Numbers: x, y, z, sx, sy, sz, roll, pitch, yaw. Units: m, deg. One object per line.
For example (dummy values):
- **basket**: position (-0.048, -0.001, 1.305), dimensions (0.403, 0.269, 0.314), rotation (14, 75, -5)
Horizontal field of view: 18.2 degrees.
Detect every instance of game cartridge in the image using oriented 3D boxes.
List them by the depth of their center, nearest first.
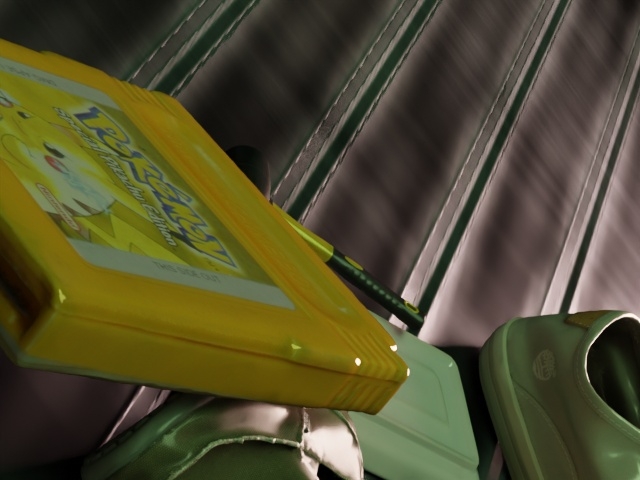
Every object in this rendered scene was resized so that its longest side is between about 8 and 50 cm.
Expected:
- **game cartridge**: position (-0.118, -0.021, 1.121), dimensions (0.323, 0.053, 0.285), rotation (12, 29, -53)

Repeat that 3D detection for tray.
- **tray**: position (0.028, 0.091, 1.383), dimensions (0.270, 0.030, 0.145), rotation (31, 37, -43)

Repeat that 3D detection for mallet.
- **mallet**: position (0.000, 0.000, 1.398), dimensions (0.189, 0.039, 0.062), rotation (34, 28, -28)

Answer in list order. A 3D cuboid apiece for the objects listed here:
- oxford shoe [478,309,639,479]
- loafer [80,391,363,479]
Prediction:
- **oxford shoe**: position (0.253, 0.244, 1.496), dimensions (0.169, 0.130, 0.449), rotation (15, 51, -56)
- **loafer**: position (-0.040, 0.131, 1.153), dimensions (0.251, 0.094, 0.087), rotation (0, 58, -60)
